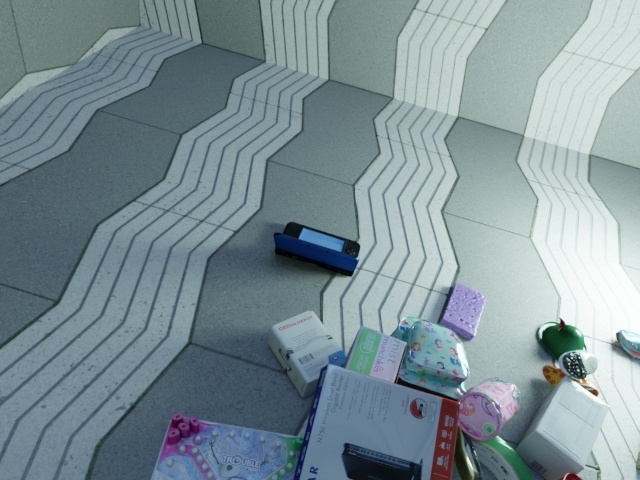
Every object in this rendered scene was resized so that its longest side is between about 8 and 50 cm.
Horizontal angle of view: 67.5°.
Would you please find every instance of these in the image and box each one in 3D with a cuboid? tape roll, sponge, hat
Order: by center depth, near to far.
[{"bbox_3d":[0.372,0.616,1.173,0.320,0.077,0.321,8,41,-7],"label":"tape roll"},{"bbox_3d":[0.843,0.295,1.580,0.172,0.184,0.208,31,44,17],"label":"hat"},{"bbox_3d":[0.496,0.239,1.656,0.117,0.031,0.210,26,42,12],"label":"sponge"}]

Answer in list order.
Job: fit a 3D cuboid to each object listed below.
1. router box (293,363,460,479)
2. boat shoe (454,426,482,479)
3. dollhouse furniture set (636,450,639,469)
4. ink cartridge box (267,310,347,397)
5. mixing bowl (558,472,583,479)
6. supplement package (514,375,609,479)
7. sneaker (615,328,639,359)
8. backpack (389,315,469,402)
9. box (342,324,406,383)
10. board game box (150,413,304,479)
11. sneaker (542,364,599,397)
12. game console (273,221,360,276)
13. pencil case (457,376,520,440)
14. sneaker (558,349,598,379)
[{"bbox_3d":[0.108,0.459,0.969,0.300,0.082,0.336,17,66,-5],"label":"router box"},{"bbox_3d":[0.356,0.519,1.182,0.049,0.056,0.152,14,43,-18],"label":"boat shoe"},{"bbox_3d":[1.126,0.605,1.332,0.355,0.174,0.303,34,45,20],"label":"dollhouse furniture set"},{"bbox_3d":[-0.037,0.319,1.370,0.148,0.086,0.203,-16,50,-31],"label":"ink cartridge box"},{"bbox_3d":[0.596,0.665,1.147,0.181,0.098,0.182,29,41,-28],"label":"mixing bowl"},{"bbox_3d":[0.666,0.521,1.319,0.139,0.134,0.244,37,46,24],"label":"supplement package"},{"bbox_3d":[1.166,0.354,1.654,0.261,0.125,0.104,20,41,6],"label":"sneaker"},{"bbox_3d":[0.300,0.339,1.381,0.225,0.191,0.254,20,33,-7],"label":"backpack"},{"bbox_3d":[0.102,0.375,1.178,0.126,0.231,0.262,20,67,7],"label":"box"},{"bbox_3d":[-0.193,0.592,1.054,0.389,0.050,0.390,11,42,-4],"label":"board game box"},{"bbox_3d":[0.782,0.442,1.509,0.175,0.064,0.067,26,20,7],"label":"sneaker"},{"bbox_3d":[0.000,0.000,1.667,0.292,0.174,0.250,18,42,2],"label":"game console"},{"bbox_3d":[0.451,0.437,1.269,0.124,0.124,0.284,44,18,29],"label":"pencil case"},{"bbox_3d":[0.765,0.376,1.450,0.237,0.086,0.085,13,69,-44],"label":"sneaker"}]
